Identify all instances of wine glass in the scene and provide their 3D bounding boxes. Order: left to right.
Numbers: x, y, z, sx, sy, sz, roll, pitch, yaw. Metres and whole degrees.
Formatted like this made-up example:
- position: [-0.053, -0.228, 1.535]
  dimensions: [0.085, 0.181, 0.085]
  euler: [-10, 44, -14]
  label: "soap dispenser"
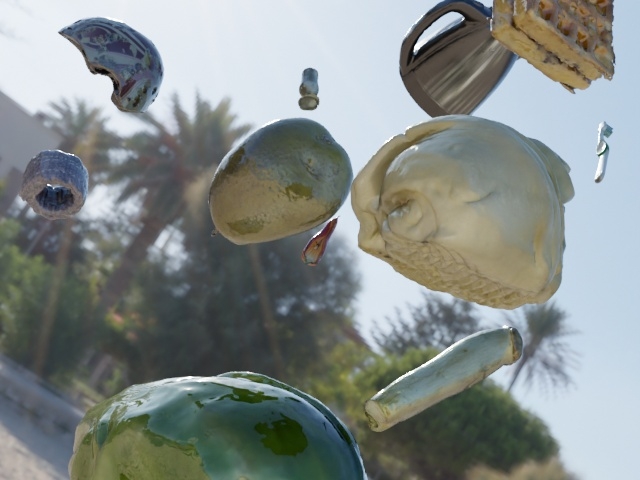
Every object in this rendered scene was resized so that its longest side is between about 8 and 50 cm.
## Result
- position: [-0.018, -0.267, 1.877]
  dimensions: [0.039, 0.083, 0.042]
  euler: [16, -43, -11]
  label: "wine glass"

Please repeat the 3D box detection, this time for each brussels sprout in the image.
- position: [-0.109, 0.343, 1.445]
  dimensions: [0.425, 0.342, 0.361]
  euler: [42, -52, -17]
  label: "brussels sprout"

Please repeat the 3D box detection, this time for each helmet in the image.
- position: [-0.309, -0.284, 1.667]
  dimensions: [0.177, 0.107, 0.153]
  euler: [52, -5, -13]
  label: "helmet"

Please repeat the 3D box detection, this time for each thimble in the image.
- position: [-0.601, -0.125, 2.440]
  dimensions: [0.150, 0.098, 0.150]
  euler: [-2, -40, -2]
  label: "thimble"

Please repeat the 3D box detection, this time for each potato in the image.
- position: [-0.071, -0.084, 1.684]
  dimensions: [0.174, 0.251, 0.159]
  euler: [52, -9, 26]
  label: "potato"

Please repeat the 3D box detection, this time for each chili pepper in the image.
- position: [0.000, 0.000, 2.465]
  dimensions: [0.045, 0.178, 0.027]
  euler: [38, -37, -8]
  label: "chili pepper"

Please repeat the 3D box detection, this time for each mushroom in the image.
- position: [0.215, 0.227, 1.831]
  dimensions: [0.081, 0.312, 0.100]
  euler: [57, -23, 22]
  label: "mushroom"

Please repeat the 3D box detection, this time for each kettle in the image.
- position: [0.322, -0.424, 2.374]
  dimensions: [0.251, 0.207, 0.271]
  euler: [46, -55, -9]
  label: "kettle"

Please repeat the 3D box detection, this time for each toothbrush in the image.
- position: [0.554, -0.176, 2.114]
  dimensions: [0.030, 0.030, 0.304]
  euler: [32, 30, 2]
  label: "toothbrush"

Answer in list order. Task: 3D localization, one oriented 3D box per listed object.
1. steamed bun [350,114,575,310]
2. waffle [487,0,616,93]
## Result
- position: [0.179, -0.049, 1.284]
  dimensions: [0.276, 0.203, 0.289]
  euler: [14, -13, 36]
  label: "steamed bun"
- position: [0.362, -0.402, 1.657]
  dimensions: [0.213, 0.308, 0.091]
  euler: [27, -32, -34]
  label: "waffle"
